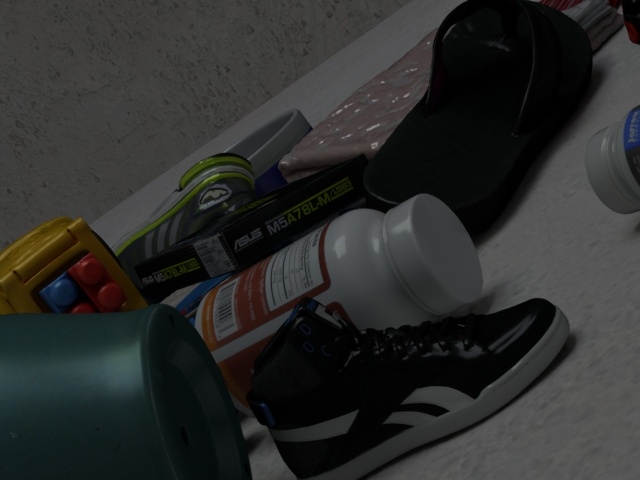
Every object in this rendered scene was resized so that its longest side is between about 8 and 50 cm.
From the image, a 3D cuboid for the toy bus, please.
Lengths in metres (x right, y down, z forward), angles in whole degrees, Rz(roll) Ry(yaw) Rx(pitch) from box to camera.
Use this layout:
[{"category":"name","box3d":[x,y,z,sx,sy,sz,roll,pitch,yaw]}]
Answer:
[{"category":"toy bus","box3d":[-0.234,0.084,1.390,0.149,0.220,0.211,-40,11,-21]}]

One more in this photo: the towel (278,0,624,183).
[{"category":"towel","box3d":[0.148,-0.179,1.602,0.332,0.053,0.317,-41,22,-32]}]

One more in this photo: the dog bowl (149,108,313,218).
[{"category":"dog bowl","box3d":[-0.108,-0.069,1.928,0.265,0.104,0.265,-35,12,8]}]

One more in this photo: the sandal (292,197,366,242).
[{"category":"sandal","box3d":[0.001,0.000,1.507,0.254,0.054,0.097,-28,18,-6]}]

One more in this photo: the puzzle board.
[{"category":"puzzle board","box3d":[-0.105,0.054,1.245,0.096,0.011,0.128,-37,2,15]}]

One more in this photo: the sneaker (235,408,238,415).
[{"category":"sneaker","box3d":[-0.160,0.192,1.103,0.221,0.087,0.083,-37,12,-4]}]

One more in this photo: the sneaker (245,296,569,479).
[{"category":"sneaker","box3d":[0.044,0.073,0.892,0.217,0.121,0.079,-33,13,15]}]

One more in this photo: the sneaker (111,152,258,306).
[{"category":"sneaker","box3d":[-0.185,0.026,1.747,0.300,0.111,0.121,-49,40,20]}]

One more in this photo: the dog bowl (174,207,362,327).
[{"category":"dog bowl","box3d":[-0.042,0.057,1.322,0.166,0.074,0.297,-43,14,-29]}]

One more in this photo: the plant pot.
[{"category":"plant pot","box3d":[-0.191,0.166,0.927,0.255,0.272,0.272,-19,15,9]}]

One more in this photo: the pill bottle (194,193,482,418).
[{"category":"pill bottle","box3d":[0.015,0.050,1.071,0.216,0.121,0.121,-29,14,30]}]

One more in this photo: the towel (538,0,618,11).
[{"category":"towel","box3d":[0.291,-0.278,1.782,0.275,0.031,0.199,-28,16,43]}]

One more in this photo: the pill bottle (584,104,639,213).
[{"category":"pill bottle","box3d":[0.255,-0.067,0.938,0.137,0.078,0.078,-23,18,49]}]

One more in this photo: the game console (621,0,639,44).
[{"category":"game console","box3d":[0.457,-0.338,1.297,0.386,0.060,0.342,-32,18,22]}]

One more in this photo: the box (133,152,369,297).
[{"category":"box","box3d":[-0.064,-0.013,1.315,0.184,0.045,0.190,-33,8,-32]}]

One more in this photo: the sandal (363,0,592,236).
[{"category":"sandal","box3d":[0.168,-0.158,1.338,0.167,0.107,0.446,6,35,18]}]

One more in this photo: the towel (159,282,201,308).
[{"category":"towel","box3d":[-0.232,0.142,1.604,0.282,0.049,0.187,-37,12,-4]}]
